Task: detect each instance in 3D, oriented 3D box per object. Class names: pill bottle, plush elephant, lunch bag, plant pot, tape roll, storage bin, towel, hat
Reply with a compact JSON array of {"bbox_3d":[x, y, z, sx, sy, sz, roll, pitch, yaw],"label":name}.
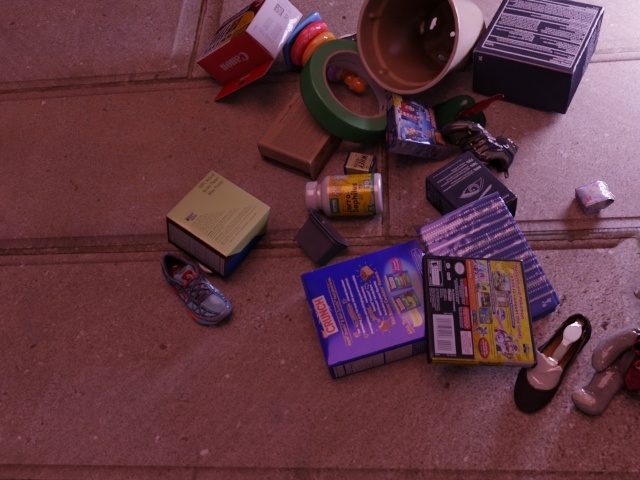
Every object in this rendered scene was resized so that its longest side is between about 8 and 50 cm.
[{"bbox_3d":[0.067,-0.126,1.968,0.209,0.117,0.117,-2,58,8],"label":"pill bottle"},{"bbox_3d":[0.753,0.252,1.538,0.272,0.255,0.330,26,65,23],"label":"plush elephant"},{"bbox_3d":[0.738,-0.117,1.894,0.083,0.053,0.071,-22,55,7],"label":"lunch bag"},{"bbox_3d":[0.328,-0.613,2.093,0.334,0.333,0.306,34,32,26],"label":"plant pot"},{"bbox_3d":[0.097,-0.444,2.089,0.322,0.077,0.321,13,60,-23],"label":"tape roll"},{"bbox_3d":[0.000,0.000,1.925,0.091,0.098,0.135,-47,60,12],"label":"storage bin"},{"bbox_3d":[0.420,0.070,1.774,0.243,0.040,0.335,-25,79,-4],"label":"towel"},{"bbox_3d":[0.406,-0.405,2.048,0.209,0.183,0.172,-6,58,6],"label":"hat"}]

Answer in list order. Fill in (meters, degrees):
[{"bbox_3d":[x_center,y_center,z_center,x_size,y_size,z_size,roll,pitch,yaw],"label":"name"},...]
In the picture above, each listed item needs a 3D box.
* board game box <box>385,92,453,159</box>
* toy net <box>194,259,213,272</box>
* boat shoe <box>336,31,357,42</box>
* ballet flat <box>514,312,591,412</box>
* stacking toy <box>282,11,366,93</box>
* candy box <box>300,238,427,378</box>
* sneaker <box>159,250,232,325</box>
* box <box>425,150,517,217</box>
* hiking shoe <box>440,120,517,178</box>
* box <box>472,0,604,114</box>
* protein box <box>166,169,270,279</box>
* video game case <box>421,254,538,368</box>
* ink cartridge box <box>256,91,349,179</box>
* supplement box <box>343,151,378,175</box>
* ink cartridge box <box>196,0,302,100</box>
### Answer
[{"bbox_3d":[0.284,-0.313,2.036,0.194,0.060,0.194,17,49,-20],"label":"board game box"},{"bbox_3d":[-0.308,-0.001,1.999,0.122,0.045,0.232,-5,59,-14],"label":"toy net"},{"bbox_3d":[0.118,-0.673,2.349,0.133,0.049,0.042,-24,85,-14],"label":"boat shoe"},{"bbox_3d":[0.544,0.275,1.653,0.095,0.096,0.280,31,68,23],"label":"ballet flat"},{"bbox_3d":[0.036,-0.570,2.247,0.302,0.175,0.166,42,75,16],"label":"stacking toy"},{"bbox_3d":[0.137,0.172,1.769,0.317,0.122,0.268,-16,59,-2],"label":"candy box"},{"bbox_3d":[-0.345,0.124,1.873,0.262,0.125,0.104,36,70,27],"label":"sneaker"},{"bbox_3d":[0.406,-0.116,1.912,0.153,0.108,0.207,-31,59,-10],"label":"box"},{"bbox_3d":[0.442,-0.257,1.987,0.227,0.086,0.114,19,68,-1],"label":"hiking shoe"},{"bbox_3d":[0.646,-0.568,2.113,0.297,0.182,0.294,21,63,22],"label":"box"},{"bbox_3d":[-0.279,-0.043,1.922,0.201,0.136,0.199,33,59,10],"label":"protein box"},{"bbox_3d":[0.371,0.165,1.667,0.249,0.035,0.274,3,59,-2],"label":"video game case"},{"bbox_3d":[-0.045,-0.319,2.124,0.193,0.088,0.234,24,64,23],"label":"ink cartridge box"},{"bbox_3d":[0.116,-0.203,2.028,0.083,0.083,0.056,13,62,15],"label":"supplement box"},{"bbox_3d":[-0.243,-0.611,2.222,0.310,0.130,0.271,-11,46,51],"label":"ink cartridge box"}]
